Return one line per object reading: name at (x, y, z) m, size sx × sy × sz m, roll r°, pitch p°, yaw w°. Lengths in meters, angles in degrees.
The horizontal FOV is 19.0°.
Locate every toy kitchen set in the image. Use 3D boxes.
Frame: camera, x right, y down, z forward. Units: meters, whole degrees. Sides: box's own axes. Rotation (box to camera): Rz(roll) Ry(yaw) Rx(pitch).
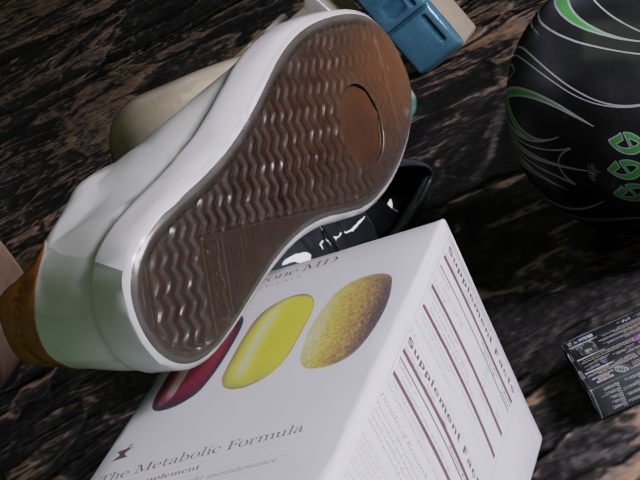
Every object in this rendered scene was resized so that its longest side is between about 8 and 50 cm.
toy kitchen set at (0.001, -0.141, 1.644) m, size 0.207 × 0.122 × 0.166 m, roll -37°, pitch 9°, yaw 36°

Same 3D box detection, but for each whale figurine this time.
whale figurine at (-0.030, -0.061, 1.436) m, size 0.216 × 0.141 × 0.272 m, roll -18°, pitch -5°, yaw 35°

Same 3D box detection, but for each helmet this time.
helmet at (0.188, -0.083, 1.121) m, size 0.162 × 0.169 × 0.169 m, roll 11°, pitch 37°, yaw 34°

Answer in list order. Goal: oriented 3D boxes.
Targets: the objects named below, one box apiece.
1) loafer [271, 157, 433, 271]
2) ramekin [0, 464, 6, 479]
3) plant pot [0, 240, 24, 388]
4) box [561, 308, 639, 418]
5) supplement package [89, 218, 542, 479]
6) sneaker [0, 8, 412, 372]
loafer at (0.000, 0.000, 1.263) m, size 0.078 × 0.076 × 0.223 m, roll -20°, pitch 14°, yaw 40°
ramekin at (-0.285, 0.178, 0.946) m, size 0.303 × 0.148 × 0.303 m, roll -23°, pitch 5°, yaw 2°
plant pot at (-0.357, 0.083, 1.294) m, size 0.263 × 0.263 × 0.229 m, roll -6°, pitch 45°, yaw 44°
box at (0.172, 0.055, 0.987) m, size 0.083 × 0.018 × 0.067 m, roll -25°, pitch 19°, yaw 1°
supplement package at (-0.001, 0.113, 0.867) m, size 0.139 × 0.134 × 0.244 m, roll -17°, pitch 20°, yaw 22°
sneaker at (-0.059, -0.032, 0.962) m, size 0.123 × 0.106 × 0.290 m, roll -9°, pitch 22°, yaw 37°
